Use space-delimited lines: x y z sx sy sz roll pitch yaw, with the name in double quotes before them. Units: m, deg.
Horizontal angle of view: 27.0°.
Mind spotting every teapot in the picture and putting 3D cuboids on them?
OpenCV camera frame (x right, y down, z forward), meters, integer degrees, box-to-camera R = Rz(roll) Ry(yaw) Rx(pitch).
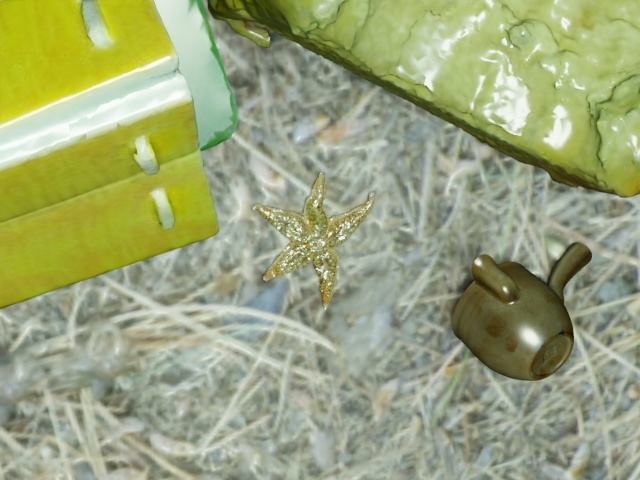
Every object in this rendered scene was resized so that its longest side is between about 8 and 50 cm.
"teapot" 0.143 0.036 0.879 0.110 0.080 0.085 -33 140 -16

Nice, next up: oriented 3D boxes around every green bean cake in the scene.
"green bean cake" 0.075 -0.129 0.736 0.236 0.233 0.124 25 93 -19

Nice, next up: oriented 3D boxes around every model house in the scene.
"model house" -0.201 -0.120 0.623 0.300 0.323 0.340 -21 109 -7

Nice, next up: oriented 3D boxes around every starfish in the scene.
"starfish" 0.000 0.000 0.869 0.092 0.016 0.086 -31 112 -5
